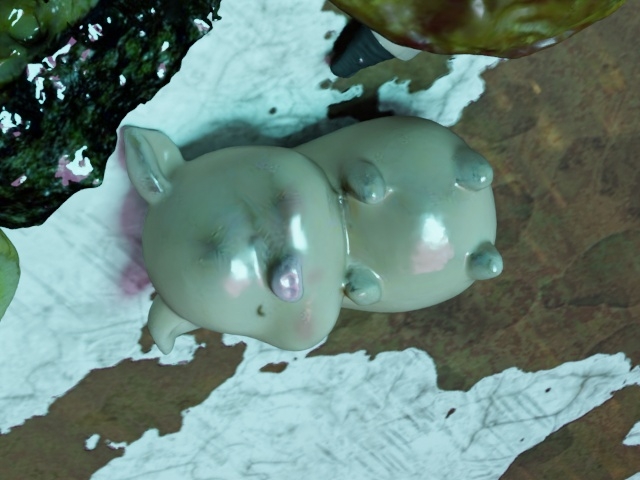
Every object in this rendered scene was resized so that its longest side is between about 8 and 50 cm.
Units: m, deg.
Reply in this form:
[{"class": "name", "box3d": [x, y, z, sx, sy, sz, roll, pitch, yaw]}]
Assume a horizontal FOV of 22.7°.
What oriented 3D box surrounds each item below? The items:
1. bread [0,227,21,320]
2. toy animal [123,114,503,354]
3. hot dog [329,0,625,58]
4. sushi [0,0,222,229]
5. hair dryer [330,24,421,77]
[{"class": "bread", "box3d": [-0.289, 0.065, 1.015, 0.236, 0.070, 0.236, -44, 166, -14]}, {"class": "toy animal", "box3d": [-0.003, -0.011, 1.106, 0.250, 0.154, 0.166, -8, 97, -11]}, {"class": "hot dog", "box3d": [0.126, -0.267, 0.785, 0.267, 0.174, 0.387, 35, 129, -8]}, {"class": "sushi", "box3d": [-0.162, -0.119, 0.909, 0.212, 0.147, 0.115, -50, 134, 1]}, {"class": "hair dryer", "box3d": [0.127, -0.208, 1.007, 0.344, 0.106, 0.189, -38, 141, 23]}]
